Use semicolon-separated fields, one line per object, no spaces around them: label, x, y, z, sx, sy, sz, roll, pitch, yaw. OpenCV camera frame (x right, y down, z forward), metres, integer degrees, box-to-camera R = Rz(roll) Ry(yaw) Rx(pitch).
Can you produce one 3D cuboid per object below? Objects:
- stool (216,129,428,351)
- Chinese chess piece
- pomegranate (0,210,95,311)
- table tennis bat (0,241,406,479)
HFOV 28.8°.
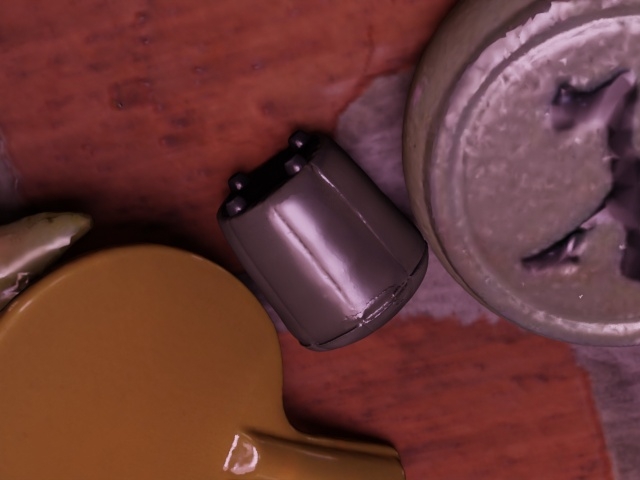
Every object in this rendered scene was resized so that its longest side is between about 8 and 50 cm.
stool;0.000;0.000;0.700;0.096;0.096;0.110;-34;106;18
Chinese chess piece;0.156;-0.055;0.666;0.238;0.092;0.237;1;117;3
pomegranate;-0.272;0.077;0.679;0.341;0.260;0.260;-22;116;-5
table tennis bat;-0.064;0.116;0.707;0.321;0.050;0.198;23;86;-42
